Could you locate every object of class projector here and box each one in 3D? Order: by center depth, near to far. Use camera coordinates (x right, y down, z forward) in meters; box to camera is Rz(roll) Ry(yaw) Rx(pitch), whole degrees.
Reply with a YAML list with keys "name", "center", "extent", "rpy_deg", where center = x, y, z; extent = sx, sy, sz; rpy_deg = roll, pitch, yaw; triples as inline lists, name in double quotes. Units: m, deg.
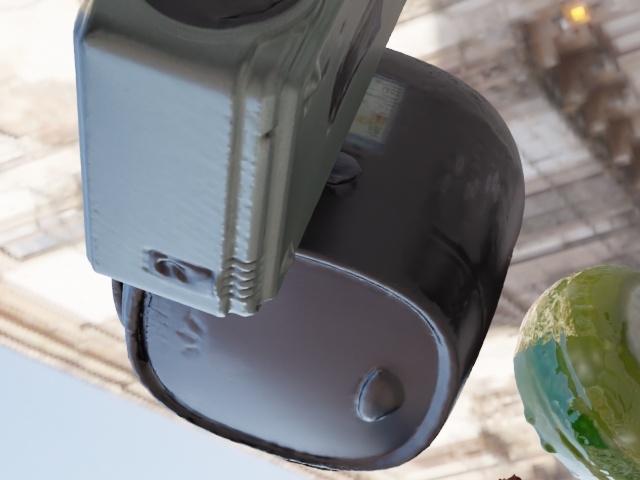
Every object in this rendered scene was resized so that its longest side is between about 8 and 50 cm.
- name: "projector"
  center: [-0.019, -0.114, 0.685]
  extent: [0.192, 0.099, 0.257]
  rpy_deg: [98, -166, -55]

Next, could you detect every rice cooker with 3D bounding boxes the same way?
- name: "rice cooker"
  center: [0.000, 0.000, 0.950]
  extent: [0.267, 0.267, 0.224]
  rpy_deg: [56, -143, -34]

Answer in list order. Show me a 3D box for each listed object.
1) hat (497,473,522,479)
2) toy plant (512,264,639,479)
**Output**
- name: "hat"
  center: [0.098, 0.301, 1.030]
  extent: [0.286, 0.107, 0.237]
  rpy_deg: [-59, -23, -19]
- name: "toy plant"
  center: [0.318, 0.062, 1.116]
  extent: [0.224, 0.316, 0.184]
  rpy_deg: [17, -129, -39]
